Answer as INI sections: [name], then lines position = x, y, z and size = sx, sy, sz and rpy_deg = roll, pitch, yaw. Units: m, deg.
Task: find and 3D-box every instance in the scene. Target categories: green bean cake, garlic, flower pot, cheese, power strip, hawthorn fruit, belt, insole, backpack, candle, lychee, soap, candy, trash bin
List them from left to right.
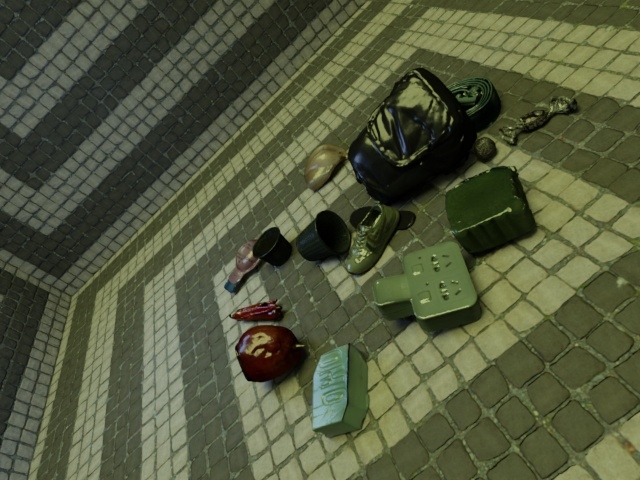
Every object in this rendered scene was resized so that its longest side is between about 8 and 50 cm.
[cheese]
position = -0.338, 0.101, 1.972
size = 0.189, 0.074, 0.286
rpy_deg = 18, 74, 54
[candle]
position = -0.257, 0.284, 1.720
size = 0.301, 0.059, 0.084
rpy_deg = -17, 36, 37
[hawthorn fruit]
position = -0.157, 0.355, 1.432
size = 0.251, 0.189, 0.190
rpy_deg = -23, 41, 25
[flower pot]
position = -0.194, 0.034, 1.854
size = 0.157, 0.107, 0.157
rpy_deg = -32, 36, 27
[trash bin]
position = 0.000, 0.000, 1.645
size = 0.161, 0.175, 0.175
rpy_deg = -33, 35, 42
[garlic]
position = 0.008, -0.361, 2.024
size = 0.228, 0.110, 0.217
rpy_deg = -37, 33, 16
[soap]
position = 0.052, 0.409, 1.236
size = 0.145, 0.091, 0.231
rpy_deg = -28, 40, 26
[insole]
position = 0.215, -0.079, 1.603
size = 0.309, 0.012, 0.110
rpy_deg = 3, 61, 49
[backpack]
position = 0.291, -0.334, 1.537
size = 0.445, 0.255, 0.363
rpy_deg = -40, 70, 25
[power strip]
position = 0.290, 0.151, 1.228
size = 0.261, 0.141, 0.229
rpy_deg = -19, 43, 14
[belt]
position = 0.506, -0.481, 1.593
size = 0.267, 0.116, 0.206
rpy_deg = 4, 64, 46
[lychee]
position = 0.533, -0.300, 1.436
size = 0.067, 0.068, 0.083
rpy_deg = 107, -178, -66
[green bean cake]
position = 0.472, -0.093, 1.247
size = 0.222, 0.125, 0.227
rpy_deg = -28, 37, 29
[candy]
position = 0.671, -0.377, 1.371
size = 0.226, 0.051, 0.094
rpy_deg = -27, 43, 27

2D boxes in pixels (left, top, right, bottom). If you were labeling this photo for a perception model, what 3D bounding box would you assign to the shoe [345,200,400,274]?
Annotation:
[shoe]
position = 0.163, -0.009, 1.513
size = 0.103, 0.098, 0.275
rpy_deg = 19, 77, 56
